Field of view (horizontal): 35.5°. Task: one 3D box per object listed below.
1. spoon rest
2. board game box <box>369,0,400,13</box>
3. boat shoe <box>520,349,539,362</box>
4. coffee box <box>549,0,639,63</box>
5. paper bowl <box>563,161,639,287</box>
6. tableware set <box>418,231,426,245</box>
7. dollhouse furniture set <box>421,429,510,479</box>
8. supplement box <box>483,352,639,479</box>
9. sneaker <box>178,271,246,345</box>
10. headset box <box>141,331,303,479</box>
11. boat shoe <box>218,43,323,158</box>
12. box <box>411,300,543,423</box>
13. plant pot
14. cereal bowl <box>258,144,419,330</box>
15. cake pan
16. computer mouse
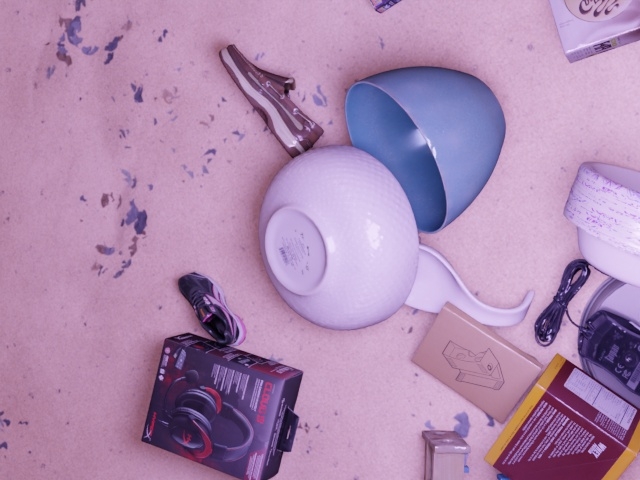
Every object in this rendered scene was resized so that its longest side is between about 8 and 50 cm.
[{"bbox_3d":[0.236,0.086,1.774,0.276,0.084,0.137,18,128,8],"label":"spoon rest"},{"bbox_3d":[0.126,-0.527,1.833,0.141,0.048,0.170,-28,84,20],"label":"board game box"},{"bbox_3d":[0.318,0.204,1.806,0.153,0.048,0.056,17,110,24],"label":"boat shoe"},{"bbox_3d":[0.533,-0.426,1.657,0.297,0.119,0.168,-16,86,19],"label":"coffee box"},{"bbox_3d":[0.527,-0.013,1.592,0.284,0.284,0.148,21,108,17],"label":"paper bowl"},{"bbox_3d":[0.127,0.069,1.864,0.194,0.039,0.128,-26,84,19],"label":"tableware set"},{"bbox_3d":[0.281,0.420,1.798,0.183,0.129,0.129,2,93,-5],"label":"dollhouse furniture set"},{"bbox_3d":[0.420,0.339,1.699,0.194,0.129,0.191,35,122,15],"label":"supplement box"},{"bbox_3d":[-0.219,0.134,1.968,0.178,0.077,0.072,45,104,13],"label":"sneaker"},{"bbox_3d":[-0.177,0.327,1.944,0.293,0.110,0.218,17,97,18],"label":"headset box"},{"bbox_3d":[-0.088,-0.280,1.906,0.095,0.095,0.257,-37,86,3],"label":"boat shoe"},{"bbox_3d":[0.276,0.218,1.782,0.201,0.021,0.164,34,134,12],"label":"box"},{"bbox_3d":[0.204,-0.183,1.728,0.195,0.290,0.290,-30,81,-18],"label":"plant pot"},{"bbox_3d":[0.006,0.005,1.782,0.339,0.141,0.339,15,112,40],"label":"cereal bowl"},{"bbox_3d":[0.586,0.179,1.701,0.293,0.054,0.293,1,93,19],"label":"cake pan"},{"bbox_3d":[0.504,0.140,1.670,0.262,0.060,0.184,27,106,28],"label":"computer mouse"}]
